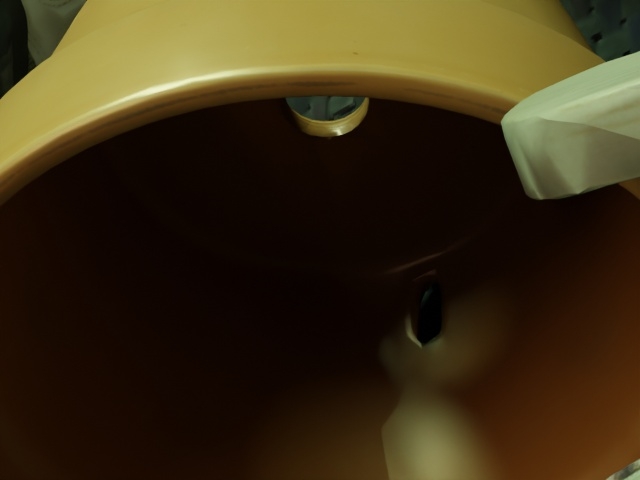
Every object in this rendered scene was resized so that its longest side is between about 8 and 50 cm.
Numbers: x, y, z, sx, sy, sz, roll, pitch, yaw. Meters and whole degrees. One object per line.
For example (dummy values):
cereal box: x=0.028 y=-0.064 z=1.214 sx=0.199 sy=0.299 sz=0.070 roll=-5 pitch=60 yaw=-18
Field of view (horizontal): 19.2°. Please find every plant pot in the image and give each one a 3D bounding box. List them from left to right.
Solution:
plant pot: x=0.000 y=0.000 z=0.696 sx=0.291 sy=0.291 sz=0.203 roll=-45 pitch=27 yaw=30

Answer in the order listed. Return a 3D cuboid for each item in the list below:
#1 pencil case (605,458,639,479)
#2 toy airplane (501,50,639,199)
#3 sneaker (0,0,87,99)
pencil case: x=0.071 y=0.171 z=0.592 sx=0.410 sy=0.160 sz=0.183 roll=-40 pitch=80 yaw=35
toy airplane: x=0.261 y=-0.089 z=0.381 sx=0.384 sy=0.272 sz=0.386 roll=-39 pitch=24 yaw=-8
sneaker: x=-0.165 y=-0.268 z=0.977 sx=0.169 sy=0.257 sz=0.448 roll=12 pitch=117 yaw=50
